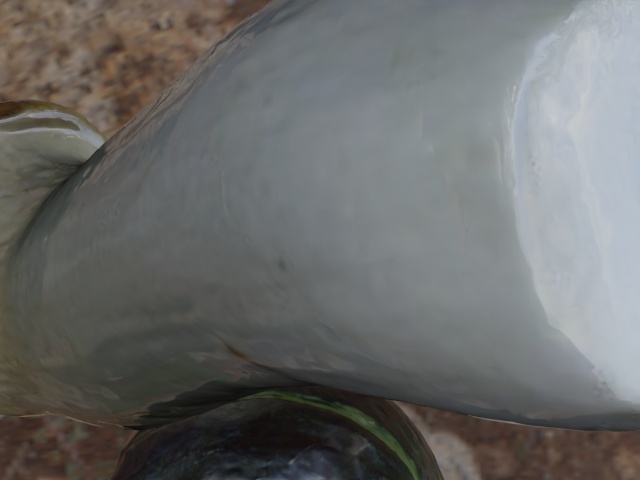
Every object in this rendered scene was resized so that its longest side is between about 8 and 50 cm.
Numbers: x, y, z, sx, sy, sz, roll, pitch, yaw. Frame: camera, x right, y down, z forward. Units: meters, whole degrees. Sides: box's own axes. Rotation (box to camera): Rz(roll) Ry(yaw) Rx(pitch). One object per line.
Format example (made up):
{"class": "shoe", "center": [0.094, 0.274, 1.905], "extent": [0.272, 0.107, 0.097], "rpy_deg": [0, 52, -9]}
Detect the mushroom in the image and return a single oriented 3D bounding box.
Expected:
{"class": "mushroom", "center": [0.000, 0.000, 0.501], "extent": [0.159, 0.328, 0.122], "rpy_deg": [25, 68, -37]}

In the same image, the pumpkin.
{"class": "pumpkin", "center": [-0.023, 0.241, 1.279], "extent": [0.323, 0.241, 0.323], "rpy_deg": [-1, 90, -79]}
